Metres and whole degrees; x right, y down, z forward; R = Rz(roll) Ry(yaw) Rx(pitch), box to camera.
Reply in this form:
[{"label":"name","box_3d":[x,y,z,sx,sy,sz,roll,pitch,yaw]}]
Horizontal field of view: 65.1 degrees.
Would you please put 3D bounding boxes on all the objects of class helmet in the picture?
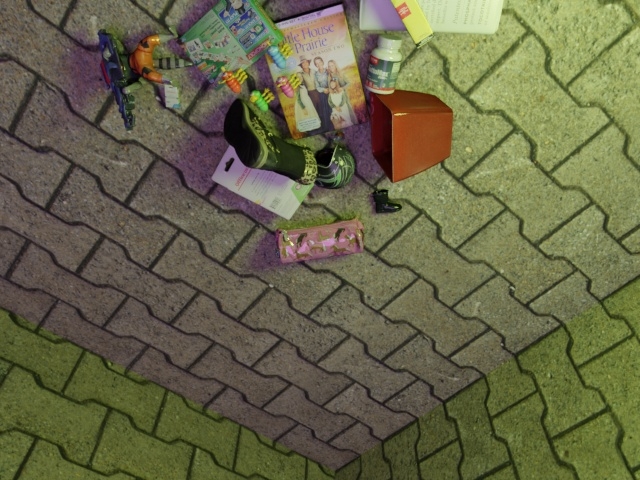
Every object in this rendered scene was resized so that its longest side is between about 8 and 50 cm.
[{"label":"helmet","box_3d":[0.054,-0.282,1.938,0.162,0.169,0.169,-6,125,24]}]

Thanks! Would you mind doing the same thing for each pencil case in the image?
[{"label":"pencil case","box_3d":[0.000,0.000,2.139,0.387,0.167,0.160,-8,89,7]}]

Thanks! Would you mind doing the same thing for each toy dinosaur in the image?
[{"label":"toy dinosaur","box_3d":[0.074,-0.395,1.907,0.090,0.082,0.047,-10,103,52]}]

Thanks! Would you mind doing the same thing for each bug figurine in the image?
[{"label":"bug figurine","box_3d":[-0.199,-0.549,1.717,0.279,0.072,0.216,-20,138,25]}]

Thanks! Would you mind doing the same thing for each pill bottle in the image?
[{"label":"pill bottle","box_3d":[0.222,-0.611,1.737,0.108,0.108,0.180,7,124,-3]}]

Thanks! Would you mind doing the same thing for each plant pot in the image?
[{"label":"plant pot","box_3d":[0.330,-0.397,1.808,0.236,0.267,0.267,-11,125,-7]}]

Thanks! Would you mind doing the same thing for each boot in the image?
[{"label":"boot","box_3d":[0.276,-0.166,2.083,0.121,0.045,0.099,-6,122,7]},{"label":"boot","box_3d":[-0.183,-0.353,1.828,0.284,0.377,0.138,17,119,-40]}]

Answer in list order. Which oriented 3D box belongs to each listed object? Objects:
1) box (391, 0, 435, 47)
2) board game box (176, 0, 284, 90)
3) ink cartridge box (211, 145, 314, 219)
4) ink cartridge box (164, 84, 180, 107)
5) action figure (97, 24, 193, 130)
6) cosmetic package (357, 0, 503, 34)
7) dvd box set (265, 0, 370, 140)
[{"label":"box","box_3d":[0.223,-0.637,1.336,0.058,0.087,0.232,-28,122,21]},{"label":"board game box","box_3d":[-0.309,-0.680,1.697,0.317,0.046,0.213,-25,118,31]},{"label":"ink cartridge box","box_3d":[-0.226,-0.257,1.986,0.354,0.119,0.207,27,121,-17]},{"label":"ink cartridge box","box_3d":[-0.548,-0.537,1.856,0.048,0.028,0.083,5,125,-2]},{"label":"action figure","box_3d":[-0.622,-0.562,1.745,0.331,0.178,0.341,-1,103,23]},{"label":"cosmetic package","box_3d":[0.313,-0.813,1.461,0.394,0.329,0.327,2,126,1]},{"label":"dvd box set","box_3d":[-0.015,-0.588,1.785,0.308,0.062,0.420,-11,124,10]}]
